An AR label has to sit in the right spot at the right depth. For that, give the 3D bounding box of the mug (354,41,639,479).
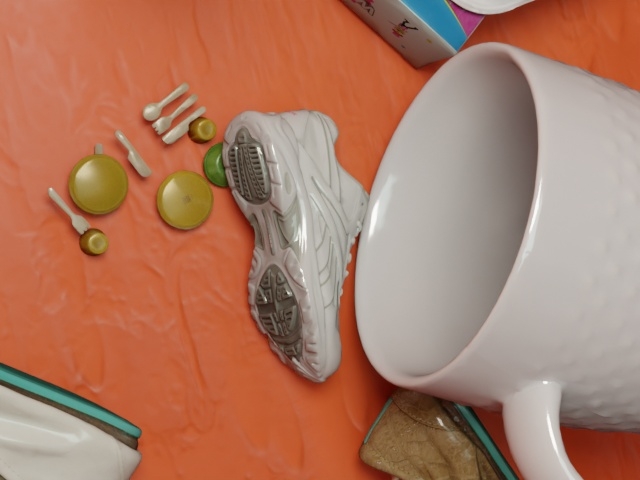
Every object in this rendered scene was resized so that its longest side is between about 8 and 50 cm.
[{"bbox_3d":[0.234,0.061,1.085,0.328,0.276,0.374,16,55,-22],"label":"mug"}]

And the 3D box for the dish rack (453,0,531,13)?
[{"bbox_3d":[0.177,-0.375,1.094,0.286,0.072,0.332,-25,97,-17],"label":"dish rack"}]

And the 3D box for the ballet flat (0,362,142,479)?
[{"bbox_3d":[-0.311,0.107,0.985,0.400,0.139,0.139,34,80,-25],"label":"ballet flat"}]

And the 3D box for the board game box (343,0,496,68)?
[{"bbox_3d":[0.104,-0.332,1.154,0.224,0.097,0.303,40,79,-14],"label":"board game box"}]

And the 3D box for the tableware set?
[{"bbox_3d":[-0.137,-0.047,1.115,0.154,0.024,0.104,-42,106,-15],"label":"tableware set"}]

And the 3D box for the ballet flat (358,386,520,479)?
[{"bbox_3d":[0.157,0.265,1.181,0.124,0.116,0.342,-40,103,6],"label":"ballet flat"}]

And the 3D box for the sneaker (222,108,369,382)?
[{"bbox_3d":[0.000,0.000,1.129,0.115,0.090,0.232,-17,105,-35],"label":"sneaker"}]
